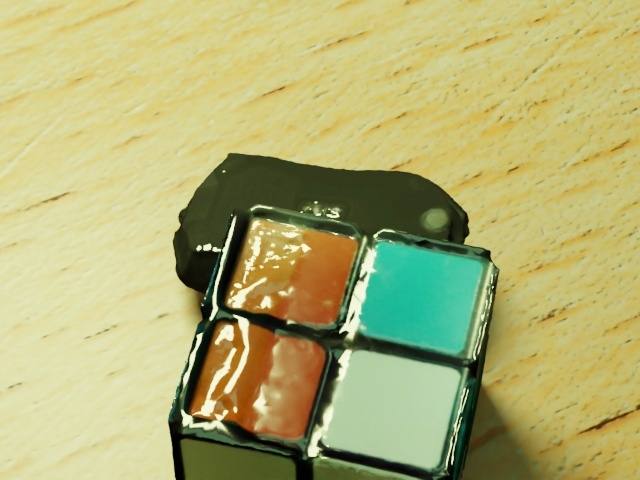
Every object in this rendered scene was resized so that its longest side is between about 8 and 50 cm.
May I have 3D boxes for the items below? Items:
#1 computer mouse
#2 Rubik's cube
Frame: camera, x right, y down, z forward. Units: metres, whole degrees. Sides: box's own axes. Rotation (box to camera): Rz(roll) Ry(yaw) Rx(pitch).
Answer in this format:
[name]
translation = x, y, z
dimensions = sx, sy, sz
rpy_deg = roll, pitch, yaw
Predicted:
[computer mouse]
translation = 0.000, 0.000, 1.291
dimensions = 0.217, 0.073, 0.122
rpy_deg = 8, 45, 15
[Rubik's cube]
translation = 0.010, 0.104, 1.164
dimensions = 0.180, 0.167, 0.183
rpy_deg = 10, 57, 6
